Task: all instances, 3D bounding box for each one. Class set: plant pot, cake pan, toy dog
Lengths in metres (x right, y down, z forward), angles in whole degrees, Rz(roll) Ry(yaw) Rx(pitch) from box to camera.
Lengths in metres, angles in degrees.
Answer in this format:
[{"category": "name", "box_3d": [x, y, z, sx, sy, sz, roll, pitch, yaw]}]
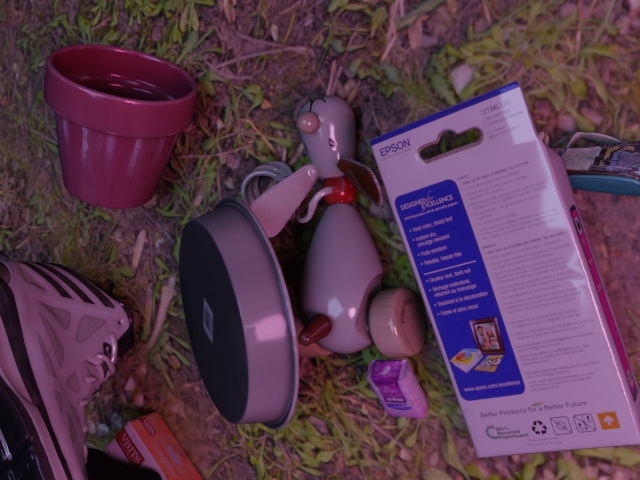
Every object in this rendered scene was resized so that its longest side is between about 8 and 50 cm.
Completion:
[{"category": "plant pot", "box_3d": [-0.284, -0.152, 0.964, 0.201, 0.201, 0.180, 32, 122, 25]}, {"category": "cake pan", "box_3d": [-0.112, 0.094, 0.851, 0.293, 0.054, 0.293, 37, 132, 55]}, {"category": "toy dog", "box_3d": [0.000, 0.000, 0.813, 0.220, 0.161, 0.334, -34, 75, 26]}]

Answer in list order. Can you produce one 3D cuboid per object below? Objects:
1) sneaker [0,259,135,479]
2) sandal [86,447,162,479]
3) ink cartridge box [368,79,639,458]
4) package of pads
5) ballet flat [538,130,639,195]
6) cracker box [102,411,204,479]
[{"category": "sneaker", "box_3d": [-0.329, 0.210, 0.945, 0.169, 0.257, 0.448, -40, 71, 36]}, {"category": "sandal", "box_3d": [-0.301, 0.340, 0.975, 0.179, 0.067, 0.040, 7, 120, 25]}, {"category": "ink cartridge box", "box_3d": [0.192, 0.039, 0.719, 0.175, 0.069, 0.371, -18, 95, 34]}, {"category": "package of pads", "box_3d": [0.092, 0.176, 0.817, 0.050, 0.032, 0.083, -6, 132, 28]}, {"category": "ballet flat", "box_3d": [0.252, -0.085, 0.733, 0.188, 0.070, 0.070, 8, 95, 27]}, {"category": "cracker box", "box_3d": [-0.286, 0.394, 1.040, 0.156, 0.067, 0.232, 49, 112, 19]}]
